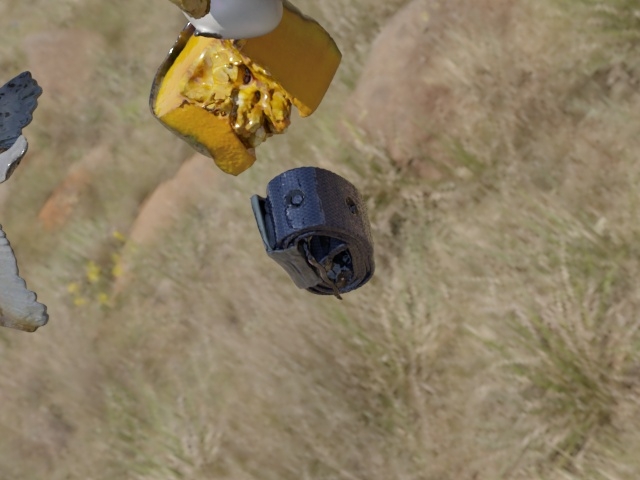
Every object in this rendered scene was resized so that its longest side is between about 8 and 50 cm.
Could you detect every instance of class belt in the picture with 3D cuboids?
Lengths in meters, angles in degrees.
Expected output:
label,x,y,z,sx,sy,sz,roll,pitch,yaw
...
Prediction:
label,x,y,z,sx,sy,sz,roll,pitch,yaw
belt,0.000,0.000,1.738,0.139,0.230,0.126,-16,64,11

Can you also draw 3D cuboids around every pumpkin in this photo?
label,x,y,z,sx,sy,sz,roll,pitch,yaw
pumpkin,-0.135,-0.284,2.180,0.303,0.225,0.256,-35,31,23

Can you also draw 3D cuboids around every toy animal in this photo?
label,x,y,z,sx,sy,sz,roll,pitch,yaw
toy animal,-0.365,-0.065,1.255,0.160,0.197,0.273,108,163,-66
toy animal,-0.114,-0.411,1.915,0.235,0.165,0.187,-41,64,13

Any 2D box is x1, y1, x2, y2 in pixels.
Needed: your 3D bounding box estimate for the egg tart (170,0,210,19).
label,x,y,z,sx,sy,sz,roll,pitch,yaw
egg tart,-0.214,-0.408,1.703,0.105,0.241,0.241,-13,41,9
